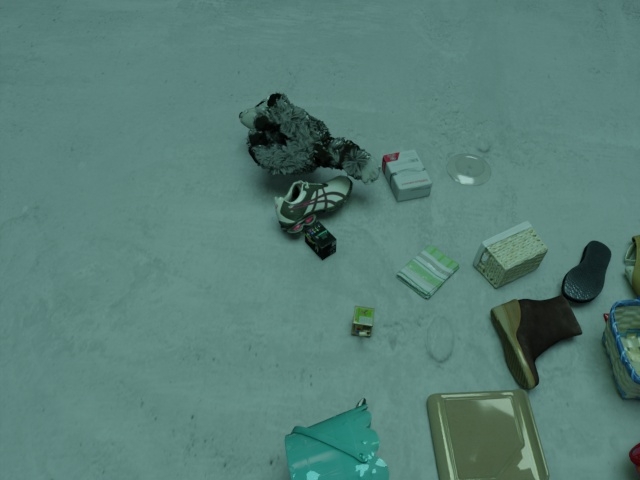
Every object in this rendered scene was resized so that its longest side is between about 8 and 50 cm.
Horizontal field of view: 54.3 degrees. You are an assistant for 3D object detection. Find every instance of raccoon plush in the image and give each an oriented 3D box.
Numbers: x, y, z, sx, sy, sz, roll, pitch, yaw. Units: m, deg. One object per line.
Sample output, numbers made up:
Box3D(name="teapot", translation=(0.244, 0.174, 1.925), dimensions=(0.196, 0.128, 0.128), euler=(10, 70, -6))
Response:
Box3D(name="raccoon plush", translation=(-0.043, -0.286, 1.888), dimensions=(0.446, 0.216, 0.299), euler=(34, 16, -7))

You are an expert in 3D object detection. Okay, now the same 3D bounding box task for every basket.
Box3D(name="basket", translation=(0.789, 0.228, 1.453), dimensions=(0.200, 0.289, 0.255), euler=(-2, 55, 3))
Box3D(name="basket", translation=(0.521, 0.041, 1.703), dimensions=(0.167, 0.113, 0.103), euler=(-24, 59, -18))

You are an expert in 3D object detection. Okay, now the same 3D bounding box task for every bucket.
Box3D(name="bucket", translation=(0.046, 0.482, 1.251), dimensions=(0.182, 0.281, 0.281), euler=(-15, 54, -3))

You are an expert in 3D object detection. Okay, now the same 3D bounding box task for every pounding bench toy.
Box3D(name="pounding bench toy", translation=(0.105, 0.220, 1.580), dimensions=(0.052, 0.065, 0.083), euler=(8, 52, 3))

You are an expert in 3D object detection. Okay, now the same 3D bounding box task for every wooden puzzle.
Box3D(name="wooden puzzle", translation=(0.376, 0.454, 1.428), dimensions=(0.238, 0.044, 0.221), euler=(-5, 53, 0))

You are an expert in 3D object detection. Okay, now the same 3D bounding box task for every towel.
Box3D(name="towel", translation=(0.297, 0.082, 1.720), dimensions=(0.113, 0.023, 0.152), euler=(38, 60, 23))

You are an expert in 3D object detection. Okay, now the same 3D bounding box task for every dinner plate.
Box3D(name="dinner plate", translation=(0.470, -0.229, 1.971), dimensions=(0.141, 0.017, 0.141), euler=(0, 53, 0))

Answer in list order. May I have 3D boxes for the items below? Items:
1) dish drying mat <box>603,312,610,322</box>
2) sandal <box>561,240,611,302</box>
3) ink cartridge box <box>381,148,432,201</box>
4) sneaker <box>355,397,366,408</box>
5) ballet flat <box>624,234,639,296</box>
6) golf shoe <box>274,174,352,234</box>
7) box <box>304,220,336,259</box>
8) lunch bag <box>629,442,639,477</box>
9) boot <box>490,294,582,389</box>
Box3D(name="dish drying mat", translation=(0.793, 0.206, 1.649), dimensions=(0.083, 0.008, 0.032), euler=(0, 51, -1))
Box3D(name="sandal", translation=(0.733, 0.096, 1.713), dimensions=(0.097, 0.055, 0.254), euler=(38, 50, 16))
Box3D(name="ink cartridge box", translation=(0.263, -0.199, 1.910), dimensions=(0.109, 0.063, 0.151), euler=(-11, 54, -11))
Box3D(name="sneaker", translation=(0.096, 0.411, 1.459), dimensions=(0.035, 0.031, 0.083), euler=(23, 58, -2))
Box3D(name="ballet flat", translation=(0.881, 0.073, 1.727), dimensions=(0.073, 0.080, 0.232), euler=(1, 43, 35))
Box3D(name="golf shoe", translation=(-0.015, -0.130, 1.798), dimensions=(0.272, 0.120, 0.105), euler=(-39, 28, -29))
Box3D(name="box", translation=(0.000, 0.000, 1.749), dimensions=(0.052, 0.062, 0.083), euler=(-32, 59, -22))
Box3D(name="lunch bag", translation=(0.819, 0.443, 1.321), dimensions=(0.293, 0.258, 0.120), euler=(-24, 87, -20))
Box3D(name="boot", translation=(0.560, 0.244, 1.559), dimensions=(0.206, 0.090, 0.249), euler=(-7, 49, -5))
